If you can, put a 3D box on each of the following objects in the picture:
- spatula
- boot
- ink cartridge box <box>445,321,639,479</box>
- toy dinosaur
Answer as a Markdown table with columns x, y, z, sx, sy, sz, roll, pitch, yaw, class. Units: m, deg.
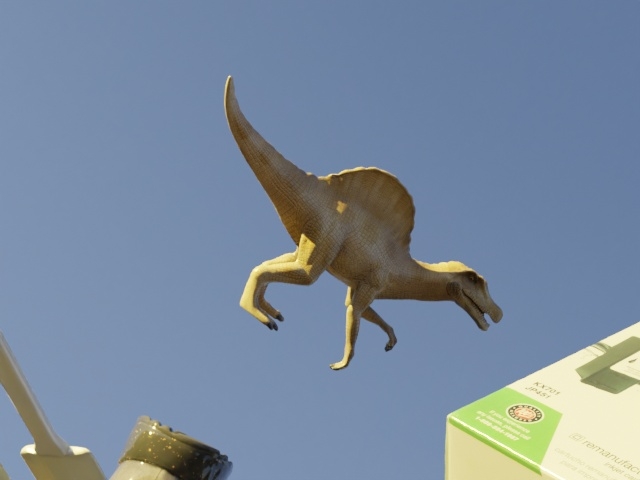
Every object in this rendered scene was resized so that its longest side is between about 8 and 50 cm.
| x | y | z | sx | sy | sz | roll | pitch | yaw | class |
| --- | --- | --- | --- | --- | --- | --- | --- | --- | --- |
| -0.217 | 0.095 | 0.937 | 0.168 | 0.019 | 0.242 | 2 | -42 | 21 | spatula |
| -0.164 | 0.290 | 1.361 | 0.118 | 0.222 | 0.338 | 22 | -23 | 11 | boot |
| 0.200 | 0.129 | 1.000 | 0.153 | 0.208 | 0.086 | 26 | -53 | 45 | ink cartridge box |
| 0.000 | 0.000 | 0.803 | 0.183 | 0.092 | 0.053 | 36 | 3 | -21 | toy dinosaur |
